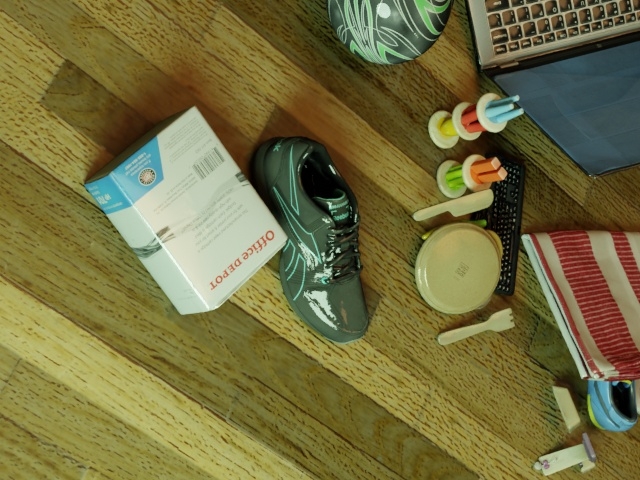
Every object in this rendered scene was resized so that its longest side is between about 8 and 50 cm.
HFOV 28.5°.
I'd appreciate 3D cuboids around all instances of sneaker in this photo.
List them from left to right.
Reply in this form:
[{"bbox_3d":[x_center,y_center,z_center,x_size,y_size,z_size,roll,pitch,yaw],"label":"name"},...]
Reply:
[{"bbox_3d":[0.000,0.000,1.507,0.101,0.106,0.267,-28,100,-36],"label":"sneaker"},{"bbox_3d":[0.404,0.162,1.762,0.069,0.082,0.209,-6,79,-19],"label":"sneaker"}]

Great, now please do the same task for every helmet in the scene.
[{"bbox_3d":[0.084,-0.305,1.577,0.161,0.169,0.169,-37,104,-52],"label":"helmet"}]

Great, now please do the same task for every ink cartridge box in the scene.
[{"bbox_3d":[-0.150,-0.032,1.421,0.139,0.082,0.191,-43,108,-31],"label":"ink cartridge box"}]

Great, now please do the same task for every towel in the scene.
[{"bbox_3d":[0.453,0.084,1.795,0.329,0.037,0.237,0,57,-35],"label":"towel"}]

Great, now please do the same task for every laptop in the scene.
[{"bbox_3d":[0.420,-0.329,1.711,0.381,0.236,0.408,-16,100,-21],"label":"laptop"}]

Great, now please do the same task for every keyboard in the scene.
[{"bbox_3d":[0.246,-0.026,1.721,0.100,0.038,0.192,15,73,-32],"label":"keyboard"}]

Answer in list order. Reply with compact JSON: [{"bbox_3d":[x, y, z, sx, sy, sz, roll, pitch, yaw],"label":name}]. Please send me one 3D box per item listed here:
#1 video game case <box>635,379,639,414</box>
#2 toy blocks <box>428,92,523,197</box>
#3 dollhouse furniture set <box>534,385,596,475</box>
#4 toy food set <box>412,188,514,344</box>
[{"bbox_3d":[0.483,0.179,1.861,0.143,0.019,0.157,30,67,-27],"label":"video game case"},{"bbox_3d":[0.212,-0.126,1.646,0.054,0.148,0.123,-7,86,-35],"label":"toy blocks"},{"bbox_3d":[0.322,0.268,1.742,0.081,0.091,0.114,-20,67,4],"label":"dollhouse furniture set"},{"bbox_3d":[0.183,0.035,1.660,0.132,0.038,0.192,-15,103,-16],"label":"toy food set"}]
